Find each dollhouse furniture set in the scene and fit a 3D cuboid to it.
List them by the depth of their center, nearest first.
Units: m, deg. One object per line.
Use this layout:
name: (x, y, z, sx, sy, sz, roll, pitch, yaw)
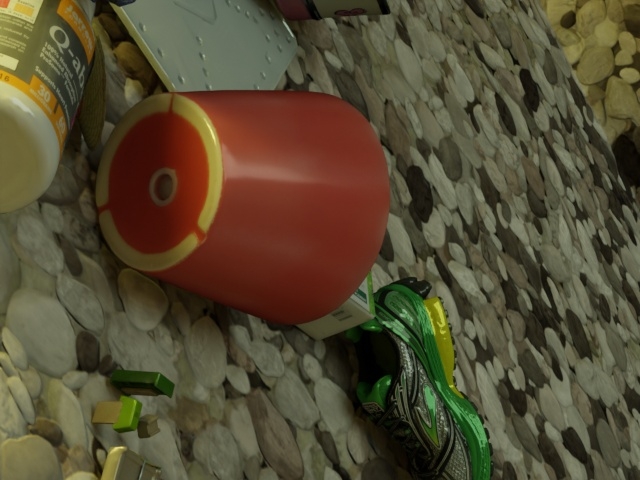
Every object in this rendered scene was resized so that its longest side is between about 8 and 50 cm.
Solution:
dollhouse furniture set: (-0.198, 0.205, 1.634, 0.076, 0.059, 0.151, 45, 51, -51)

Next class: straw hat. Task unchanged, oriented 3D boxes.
straw hat: (-0.277, -0.167, 1.753, 0.061, 0.144, 0.144, 0, 62, -21)

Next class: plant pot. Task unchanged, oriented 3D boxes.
plant pot: (-0.098, -0.049, 1.801, 0.243, 0.275, 0.274, 9, 60, -50)

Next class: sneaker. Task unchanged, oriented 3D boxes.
sneaker: (0.115, 0.230, 2.130, 0.146, 0.134, 0.343, -18, 88, -39)

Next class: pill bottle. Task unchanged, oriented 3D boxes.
pill bottle: (-0.310, -0.168, 1.584, 0.162, 0.162, 0.278, 49, 30, -31)

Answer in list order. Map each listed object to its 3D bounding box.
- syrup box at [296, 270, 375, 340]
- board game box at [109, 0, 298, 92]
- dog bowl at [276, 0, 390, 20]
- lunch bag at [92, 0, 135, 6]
syrup box: (0.000, 0.000, 2.106, 0.093, 0.096, 0.236, 38, 38, -43)
board game box: (-0.191, -0.329, 2.078, 0.390, 0.050, 0.390, 56, 27, -18)
dog bowl: (-0.034, -0.492, 2.285, 0.408, 0.150, 0.408, -18, 90, -85)
lunch bag: (-0.218, -0.467, 1.566, 0.385, 0.239, 0.327, 53, 53, -34)
